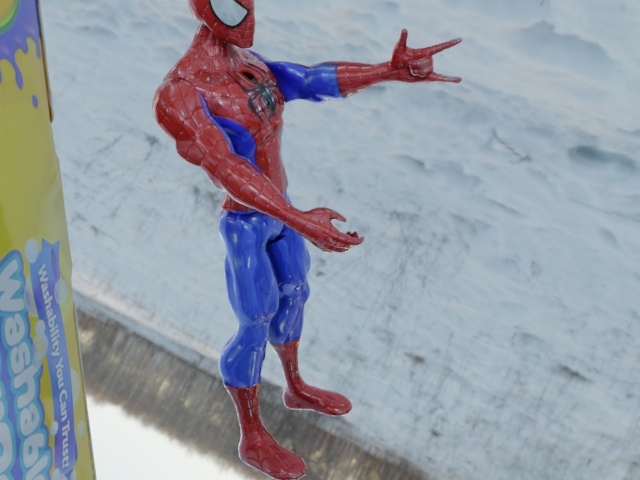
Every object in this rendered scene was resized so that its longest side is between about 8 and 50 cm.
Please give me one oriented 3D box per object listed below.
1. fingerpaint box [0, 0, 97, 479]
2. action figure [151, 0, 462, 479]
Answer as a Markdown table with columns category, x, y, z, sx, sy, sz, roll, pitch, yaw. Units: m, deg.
| category | x | y | z | sx | sy | sz | roll | pitch | yaw |
| --- | --- | --- | --- | --- | --- | --- | --- | --- | --- |
| fingerpaint box | -0.320 | 0.001 | 0.349 | 0.371 | 0.445 | 0.163 | 1 | -167 | 15 |
| action figure | 0.000 | 0.000 | 0.382 | 0.139 | 0.091 | 0.280 | 5 | 121 | 29 |
